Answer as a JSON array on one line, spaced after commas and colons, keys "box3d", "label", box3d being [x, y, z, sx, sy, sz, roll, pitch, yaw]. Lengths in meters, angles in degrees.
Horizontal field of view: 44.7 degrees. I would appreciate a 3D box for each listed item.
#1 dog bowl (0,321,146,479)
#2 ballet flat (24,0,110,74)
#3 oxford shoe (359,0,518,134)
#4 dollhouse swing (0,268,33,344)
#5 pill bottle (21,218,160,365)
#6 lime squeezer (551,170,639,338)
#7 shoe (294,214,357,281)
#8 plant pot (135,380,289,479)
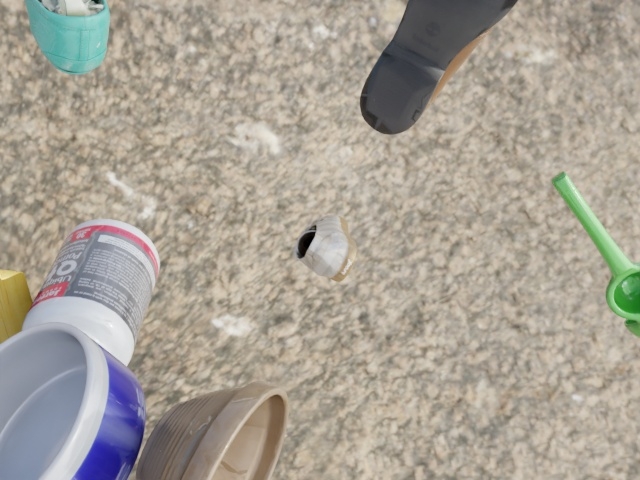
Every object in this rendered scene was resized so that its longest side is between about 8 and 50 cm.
[{"box3d": [-0.345, 0.237, 0.937, 0.104, 0.265, 0.265, 50, 49, -42], "label": "dog bowl"}, {"box3d": [-0.259, -0.278, 0.748, 0.083, 0.087, 0.247, -14, 69, -34], "label": "ballet flat"}, {"box3d": [0.109, -0.187, 0.658, 0.076, 0.212, 0.076, 40, 22, 4], "label": "oxford shoe"}, {"box3d": [-0.698, 0.184, 1.339, 0.305, 0.347, 0.315, -19, 99, -44], "label": "dollhouse swing"}, {"box3d": [-0.380, 0.122, 1.277, 0.176, 0.176, 0.318, 26, 34, -16], "label": "pill bottle"}, {"box3d": [0.298, 0.034, 0.737, 0.310, 0.059, 0.110, 31, 46, -51], "label": "lime squeezer"}, {"box3d": [0.000, 0.000, 1.045, 0.058, 0.219, 0.076, 21, 96, -11], "label": "shoe"}, {"box3d": [-0.138, 0.265, 0.916, 0.110, 0.237, 0.237, 21, 56, 18], "label": "plant pot"}]
